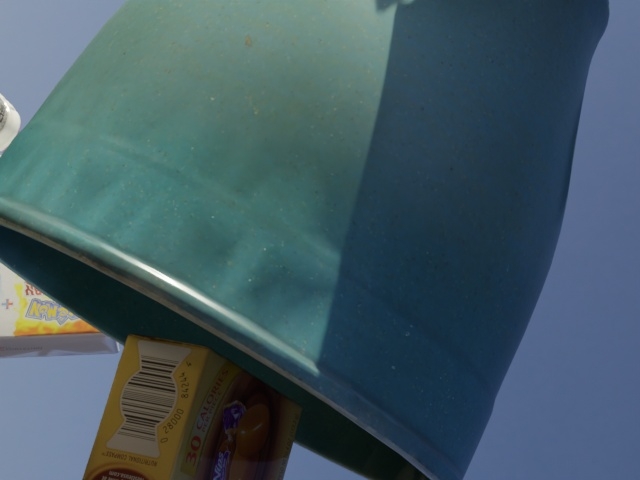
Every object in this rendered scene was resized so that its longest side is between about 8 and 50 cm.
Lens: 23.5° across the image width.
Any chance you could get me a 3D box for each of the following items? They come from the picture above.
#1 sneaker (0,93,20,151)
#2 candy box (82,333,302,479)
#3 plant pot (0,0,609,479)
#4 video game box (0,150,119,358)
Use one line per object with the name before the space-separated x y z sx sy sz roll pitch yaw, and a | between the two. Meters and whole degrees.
sneaker | -0.342 -0.150 1.408 0.170 0.063 0.075 44 -4 30
candy box | -0.075 0.151 0.742 0.053 0.109 0.187 6 -109 27
plant pot | 0.007 -0.047 0.752 0.255 0.271 0.271 -59 -161 -12
video game box | -0.277 0.011 1.329 0.048 0.205 0.187 94 -7 -64
